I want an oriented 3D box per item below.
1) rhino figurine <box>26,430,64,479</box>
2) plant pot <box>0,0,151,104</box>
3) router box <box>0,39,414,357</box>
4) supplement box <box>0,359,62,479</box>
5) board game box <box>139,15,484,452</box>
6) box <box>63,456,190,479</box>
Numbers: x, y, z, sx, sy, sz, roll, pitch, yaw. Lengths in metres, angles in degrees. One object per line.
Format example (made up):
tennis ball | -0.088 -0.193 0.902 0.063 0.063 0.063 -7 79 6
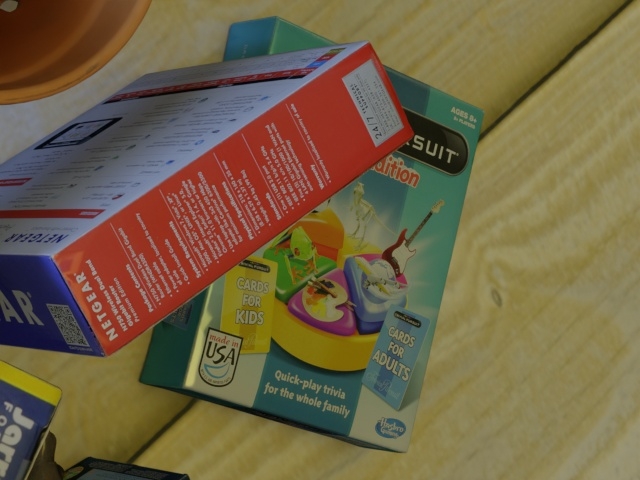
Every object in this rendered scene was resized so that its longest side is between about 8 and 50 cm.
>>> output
rhino figurine | -0.302 0.233 1.364 0.243 0.073 0.106 -30 104 -31
plant pot | -0.288 -0.238 1.294 0.291 0.203 0.290 1 89 -36
router box | -0.146 -0.035 1.317 0.301 0.335 0.082 -36 110 -29
supplement box | -0.361 0.138 1.146 0.195 0.356 0.194 31 72 -32
board game box | 0.000 0.000 1.578 0.254 0.079 0.336 20 79 -34
box | -0.126 0.296 1.436 0.044 0.159 0.233 -31 107 -34
